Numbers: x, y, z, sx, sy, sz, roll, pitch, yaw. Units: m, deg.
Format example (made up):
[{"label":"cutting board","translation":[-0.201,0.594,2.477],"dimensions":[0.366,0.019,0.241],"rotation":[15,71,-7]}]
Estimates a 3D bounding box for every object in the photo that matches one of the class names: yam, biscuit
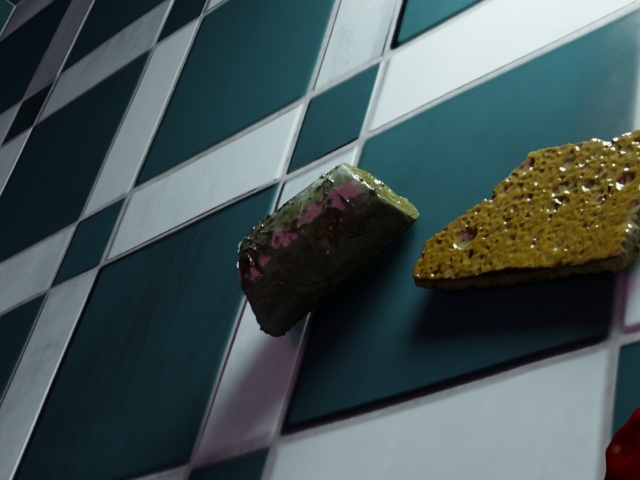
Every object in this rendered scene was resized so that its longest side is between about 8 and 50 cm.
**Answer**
[{"label":"yam","translation":[0.000,0.000,1.209],"dimensions":[0.183,0.107,0.107],"rotation":[-38,31,18]},{"label":"biscuit","translation":[0.179,-0.021,1.043],"dimensions":[0.236,0.026,0.131],"rotation":[-10,47,52]}]

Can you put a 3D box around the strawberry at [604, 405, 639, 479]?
[{"label":"strawberry","translation":[0.266,0.130,0.515],"dimensions":[0.276,0.257,0.257],"rotation":[-8,51,46]}]
